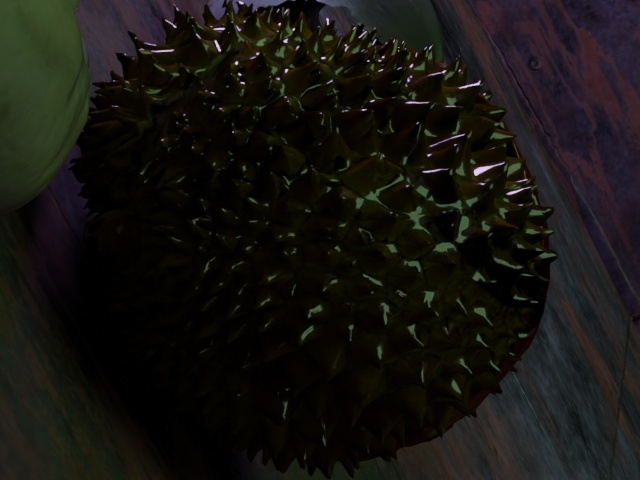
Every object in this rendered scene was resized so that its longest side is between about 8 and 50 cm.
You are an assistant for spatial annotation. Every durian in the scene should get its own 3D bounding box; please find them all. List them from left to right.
[{"bbox_3d":[-0.002,-0.005,1.375,0.384,0.347,0.348,-4,66,-42],"label":"durian"}]

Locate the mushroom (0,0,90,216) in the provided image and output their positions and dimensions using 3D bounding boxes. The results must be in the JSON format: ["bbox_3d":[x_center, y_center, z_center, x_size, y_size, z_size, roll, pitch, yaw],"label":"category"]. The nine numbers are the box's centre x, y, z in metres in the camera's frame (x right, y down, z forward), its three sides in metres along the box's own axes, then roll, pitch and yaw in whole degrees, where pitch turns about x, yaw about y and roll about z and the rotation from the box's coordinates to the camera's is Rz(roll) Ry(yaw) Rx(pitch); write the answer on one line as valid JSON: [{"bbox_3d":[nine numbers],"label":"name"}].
[{"bbox_3d":[-0.211,-0.150,1.016,0.356,0.315,0.315,20,45,-49],"label":"mushroom"}]

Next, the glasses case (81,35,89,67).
[{"bbox_3d":[-0.207,-0.106,1.287,0.092,0.059,0.233,42,23,-22],"label":"glasses case"}]

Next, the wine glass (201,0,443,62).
[{"bbox_3d":[0.003,-0.178,1.772,0.238,0.238,0.323,60,19,-14],"label":"wine glass"}]
